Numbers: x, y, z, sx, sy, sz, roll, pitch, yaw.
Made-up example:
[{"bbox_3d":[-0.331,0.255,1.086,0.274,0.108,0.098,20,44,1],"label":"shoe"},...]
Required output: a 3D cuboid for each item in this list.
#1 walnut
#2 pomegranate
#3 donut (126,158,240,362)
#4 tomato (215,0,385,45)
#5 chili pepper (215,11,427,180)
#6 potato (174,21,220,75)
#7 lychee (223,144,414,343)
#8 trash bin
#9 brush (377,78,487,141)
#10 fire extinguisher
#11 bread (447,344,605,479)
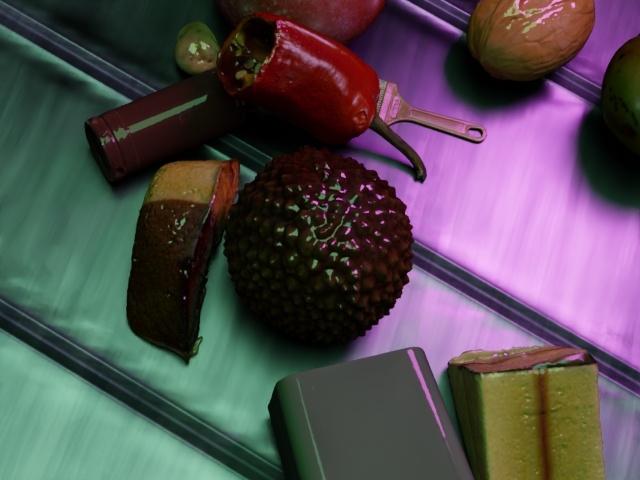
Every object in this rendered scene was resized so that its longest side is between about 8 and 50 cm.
[{"bbox_3d":[0.309,-0.317,1.955,0.206,0.159,0.159,-36,75,-21],"label":"walnut"},{"bbox_3d":[0.519,-0.179,1.915,0.230,0.231,0.286,-18,110,-15],"label":"pomegranate"},{"bbox_3d":[-0.189,-0.003,1.751,0.112,0.151,0.295,8,65,7],"label":"donut"},{"bbox_3d":[-0.026,-0.402,1.904,0.270,0.227,0.270,2,67,-4],"label":"tomato"},{"bbox_3d":[0.016,-0.206,1.854,0.338,0.131,0.135,22,92,-37],"label":"chili pepper"},{"bbox_3d":[-0.179,-0.278,1.923,0.068,0.062,0.083,4,43,-23],"label":"potato"},{"bbox_3d":[0.000,0.000,1.715,0.267,0.267,0.268,3,66,-7],"label":"lychee"},{"bbox_3d":[0.076,0.327,1.634,0.222,0.158,0.344,-12,65,-16],"label":"trash bin"},{"bbox_3d":[0.147,-0.183,1.948,0.205,0.011,0.083,17,64,-1],"label":"brush"},{"bbox_3d":[-0.191,-0.180,1.849,0.269,0.105,0.105,-25,72,-17],"label":"fire extinguisher"},{"bbox_3d":[0.268,0.273,1.734,0.167,0.163,0.264,-4,92,-9],"label":"bread"}]
